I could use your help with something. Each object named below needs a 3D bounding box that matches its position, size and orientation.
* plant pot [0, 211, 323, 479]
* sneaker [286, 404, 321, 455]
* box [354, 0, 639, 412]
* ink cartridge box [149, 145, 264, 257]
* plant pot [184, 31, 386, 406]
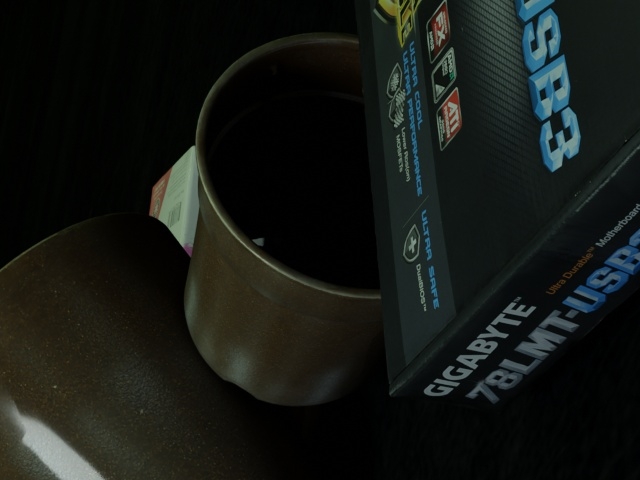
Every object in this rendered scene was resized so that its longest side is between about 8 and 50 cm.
[{"bbox_3d":[-0.098,0.139,1.151,0.230,0.215,0.215,44,131,24],"label":"plant pot"},{"bbox_3d":[-0.054,0.103,1.280,0.188,0.071,0.066,-131,53,-67],"label":"sneaker"},{"bbox_3d":[0.113,-0.115,0.888,0.293,0.073,0.296,129,145,-50],"label":"box"},{"bbox_3d":[-0.092,0.043,1.433,0.115,0.067,0.198,145,134,-65],"label":"ink cartridge box"},{"bbox_3d":[0.000,0.000,1.065,0.165,0.167,0.167,113,160,-56],"label":"plant pot"}]
